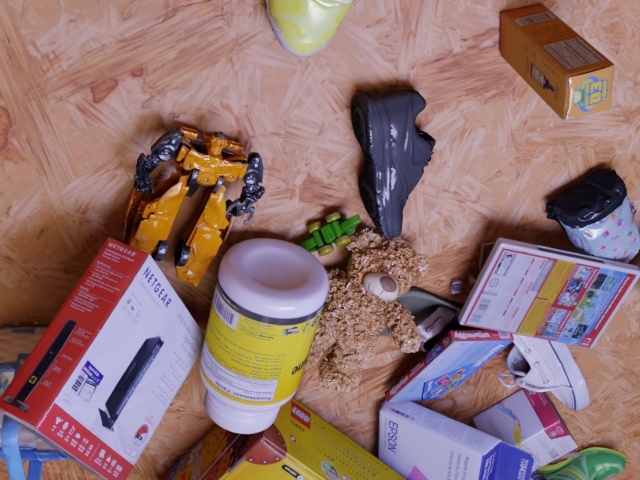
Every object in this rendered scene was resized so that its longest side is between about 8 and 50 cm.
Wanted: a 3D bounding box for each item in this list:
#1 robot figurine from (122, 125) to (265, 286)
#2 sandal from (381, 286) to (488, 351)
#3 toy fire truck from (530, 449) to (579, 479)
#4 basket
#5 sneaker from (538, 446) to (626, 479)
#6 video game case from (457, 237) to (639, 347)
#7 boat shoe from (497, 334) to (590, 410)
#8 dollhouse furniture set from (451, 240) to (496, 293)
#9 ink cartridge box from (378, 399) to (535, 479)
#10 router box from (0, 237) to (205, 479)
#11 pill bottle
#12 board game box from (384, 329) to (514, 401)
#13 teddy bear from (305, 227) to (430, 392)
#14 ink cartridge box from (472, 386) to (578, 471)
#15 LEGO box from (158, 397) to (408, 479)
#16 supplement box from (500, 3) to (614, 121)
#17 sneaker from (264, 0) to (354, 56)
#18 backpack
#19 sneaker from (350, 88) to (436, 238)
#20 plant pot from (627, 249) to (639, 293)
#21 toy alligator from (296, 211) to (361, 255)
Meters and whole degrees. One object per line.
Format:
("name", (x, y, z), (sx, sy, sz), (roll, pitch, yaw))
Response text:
("robot figurine", (-0.217, -0.061, 1.384), (0.211, 0.085, 0.291), (15, 122, -26))
("sandal", (0.220, 0.170, 1.686), (0.302, 0.086, 0.120), (12, 123, -23))
("toy fire truck", (0.510, 0.569, 2.014), (0.246, 0.217, 0.158), (-42, 129, -1))
("basket", (-0.492, 0.296, 1.448), (0.201, 0.289, 0.255), (4, 129, -8))
("sneaker", (0.622, 0.604, 2.117), (0.295, 0.123, 0.109), (-17, 129, -3))
("video game case", (0.427, 0.103, 1.607), (0.285, 0.025, 0.204), (11, 126, -12))
("boat shoe", (0.440, 0.251, 1.783), (0.156, 0.136, 0.367), (-29, 126, 7))
("dollhouse furniture set", (0.307, 0.066, 1.634), (0.091, 0.081, 0.114), (-8, 129, -10))
("ink cartridge box", (0.279, 0.519, 1.860), (0.071, 0.330, 0.324), (-44, 144, -41))
("router box", (-0.333, 0.207, 1.380), (0.082, 0.301, 0.335), (21, 157, 20))
("pill bottle", (-0.110, 0.177, 1.506), (0.188, 0.188, 0.334), (3, 127, -18))
("board game box", (0.257, 0.257, 1.736), (0.145, 0.027, 0.281), (3, 145, -26))
("teddy bear", (0.060, 0.141, 1.572), (0.338, 0.113, 0.245), (-38, 91, 25))
("ink cartridge box", (0.460, 0.434, 1.934), (0.176, 0.127, 0.128), (-33, 129, 10))
("LEGO box", (-0.046, 0.587, 1.780), (0.500, 0.193, 0.372), (39, 111, -17))
("supplement box", (0.349, -0.272, 1.283), (0.080, 0.233, 0.078), (-13, 130, -5))
("sneaker", (0.032, -0.413, 1.141), (0.145, 0.147, 0.385), (10, 125, -25))
("backpack", (0.521, -0.027, 1.602), (0.152, 0.115, 0.182), (-30, 132, 5))
("sneaker", (0.130, -0.123, 1.427), (0.130, 0.109, 0.286), (-16, 132, -11))
("plant pot", (0.754, 0.033, 1.665), (0.254, 0.237, 0.237), (-47, 126, 3))
("toy alligator", (0.000, 0.000, 1.519), (0.189, 0.056, 0.051), (-29, 167, 25))
